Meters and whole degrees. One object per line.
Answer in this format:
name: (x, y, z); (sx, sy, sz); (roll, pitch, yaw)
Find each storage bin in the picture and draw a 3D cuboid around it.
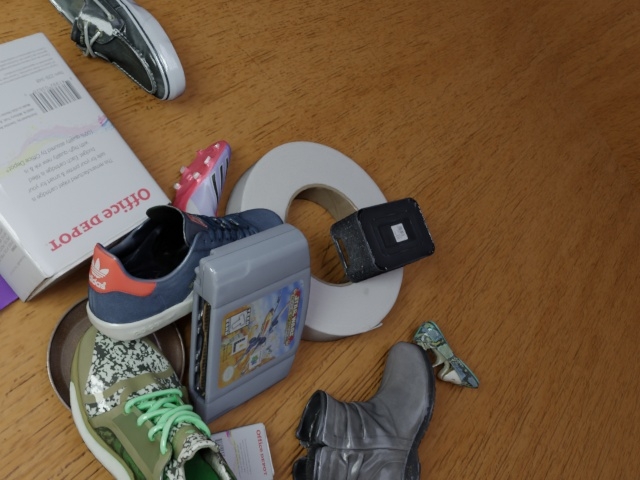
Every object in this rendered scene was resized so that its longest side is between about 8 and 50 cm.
storage bin: (0.121, -0.002, 1.153); (0.180, 0.084, 0.122); (-15, 81, -41)

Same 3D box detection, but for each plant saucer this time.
plant saucer: (-0.296, 0.171, 0.872); (0.198, 0.036, 0.199); (15, 63, -33)

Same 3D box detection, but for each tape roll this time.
tape roll: (0.000, 0.000, 1.158); (0.391, 0.072, 0.392); (16, 62, -34)

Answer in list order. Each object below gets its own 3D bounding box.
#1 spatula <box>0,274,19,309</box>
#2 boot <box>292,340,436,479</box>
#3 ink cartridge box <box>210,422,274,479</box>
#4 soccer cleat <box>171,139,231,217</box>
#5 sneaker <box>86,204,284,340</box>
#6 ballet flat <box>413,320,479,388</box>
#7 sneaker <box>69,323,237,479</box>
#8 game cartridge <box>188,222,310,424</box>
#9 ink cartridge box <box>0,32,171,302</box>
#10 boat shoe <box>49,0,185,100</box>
spatula: (-0.499, 0.113, 0.736); (0.084, 0.030, 0.296); (51, 49, -11)
boot: (0.080, 0.304, 1.069); (0.222, 0.118, 0.338); (27, 52, -21)
ink cartridge box: (-0.140, 0.335, 0.915); (0.122, 0.052, 0.089); (-2, 73, -38)
soccer cleat: (-0.203, -0.063, 1.025); (0.095, 0.083, 0.248); (45, 49, -35)
sneaker: (-0.172, 0.002, 0.865); (0.131, 0.148, 0.350); (27, 38, 26)
ballet flat: (0.260, 0.257, 1.272); (0.188, 0.070, 0.070); (51, 49, -7)
sneaker: (-0.178, 0.255, 0.752); (0.158, 0.182, 0.410); (-12, 62, -46)
game cartridge: (-0.103, 0.126, 0.904); (0.198, 0.297, 0.062); (-19, 41, -39)
ink cartridge box: (-0.401, -0.104, 0.839); (0.306, 0.131, 0.226); (56, 46, -7)
boat shoe: (-0.366, -0.356, 1.004); (0.335, 0.121, 0.119); (49, 56, 3)
